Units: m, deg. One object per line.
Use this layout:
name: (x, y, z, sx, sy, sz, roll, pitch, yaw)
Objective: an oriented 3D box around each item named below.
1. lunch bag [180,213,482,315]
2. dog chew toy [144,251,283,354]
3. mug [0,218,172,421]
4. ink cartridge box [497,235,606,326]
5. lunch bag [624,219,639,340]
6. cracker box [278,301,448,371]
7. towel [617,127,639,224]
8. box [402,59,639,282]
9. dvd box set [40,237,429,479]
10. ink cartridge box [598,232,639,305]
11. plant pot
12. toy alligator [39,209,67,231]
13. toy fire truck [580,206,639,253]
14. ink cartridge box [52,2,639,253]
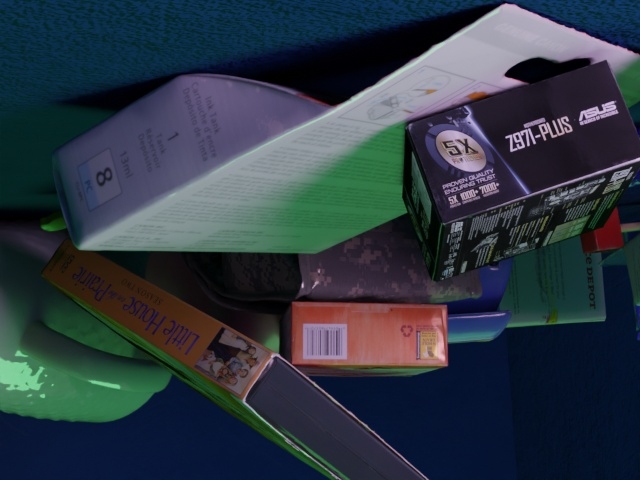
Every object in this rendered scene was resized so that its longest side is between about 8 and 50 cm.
lunch bag: (0.000, 0.000, 1.430, 0.235, 0.169, 0.287, 4, 176, -32)
dog chew toy: (-0.074, 0.065, 1.684, 0.332, 0.206, 0.206, 12, -173, 40)
mug: (-0.364, 0.120, 1.756, 0.374, 0.276, 0.328, 22, -179, 32)
ink cartridge box: (0.337, 0.056, 2.287, 0.270, 0.198, 0.197, -2, 175, -18)
lunch bag: (0.467, 0.017, 1.694, 0.138, 0.221, 0.293, -6, 175, 32)
cracker box: (0.038, 0.108, 1.359, 0.155, 0.067, 0.232, 1, 172, -4)
towel: (0.346, -0.076, 1.414, 0.227, 0.076, 0.308, -15, 170, 31)
box: (0.141, -0.045, 0.941, 0.147, 0.077, 0.180, -18, 165, -1)
dvd box set: (-0.100, 0.152, 1.432, 0.420, 0.062, 0.307, 23, 165, 48)
ink cartridge box: (0.418, 0.010, 0.988, 0.324, 0.071, 0.330, 1, 164, -5)
plant pot: (0.143, 0.038, 1.774, 0.236, 0.212, 0.236, -3, 176, -4)
toy alligator: (-0.234, -0.037, 1.518, 0.189, 0.056, 0.051, -2, 135, -14)
toy fire truck: (0.381, -0.025, 1.362, 0.192, 0.047, 0.135, -4, 171, -35)
ink cartridge box: (0.038, -0.095, 0.977, 0.385, 0.091, 0.308, -27, 163, 32)
